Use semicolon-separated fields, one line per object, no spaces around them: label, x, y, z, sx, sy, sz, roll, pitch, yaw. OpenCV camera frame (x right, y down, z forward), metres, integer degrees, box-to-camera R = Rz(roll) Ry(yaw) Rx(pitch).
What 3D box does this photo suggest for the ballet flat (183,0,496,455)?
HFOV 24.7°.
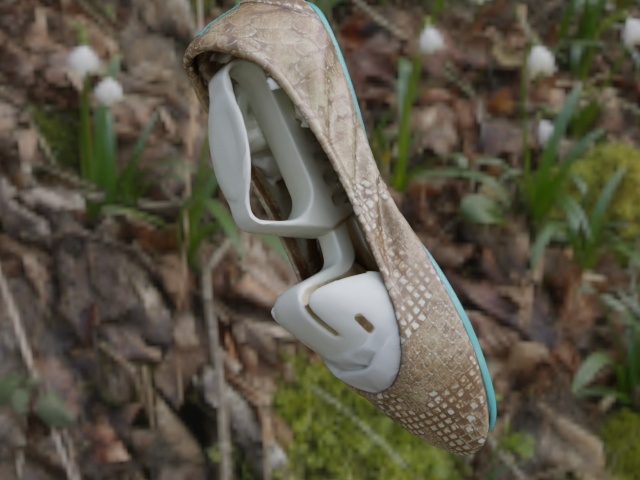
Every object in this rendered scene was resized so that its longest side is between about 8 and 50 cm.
ballet flat;0.000;0.000;0.586;0.067;0.206;0.073;-21;-9;-37
